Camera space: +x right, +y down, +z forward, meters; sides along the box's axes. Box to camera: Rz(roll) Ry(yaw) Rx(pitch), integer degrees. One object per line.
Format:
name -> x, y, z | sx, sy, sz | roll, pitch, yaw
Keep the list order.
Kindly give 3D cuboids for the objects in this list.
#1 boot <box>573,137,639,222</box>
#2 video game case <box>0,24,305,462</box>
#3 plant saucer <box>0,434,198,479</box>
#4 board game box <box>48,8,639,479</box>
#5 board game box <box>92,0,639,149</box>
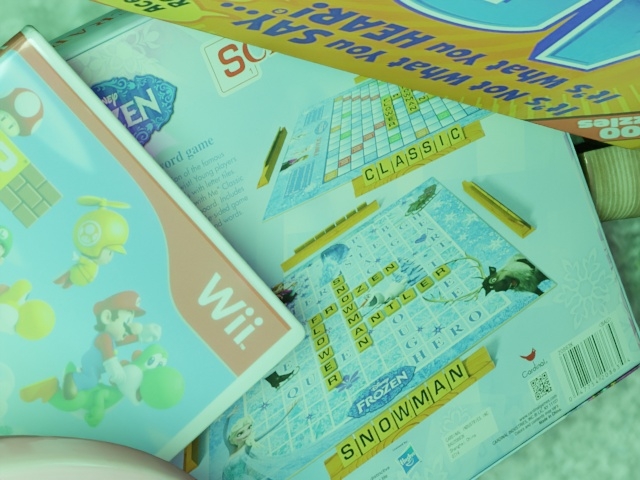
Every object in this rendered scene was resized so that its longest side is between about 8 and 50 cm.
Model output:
boot -> 0.196, -0.113, 1.119 | 0.152, 0.073, 0.197 | -17, 112, -32
video game case -> -0.174, 0.068, 0.876 | 0.285, 0.025, 0.204 | -42, 111, -3
plant saucer -> -0.180, 0.215, 0.844 | 0.332, 0.084, 0.332 | -20, 131, -25
board game box -> 0.000, 0.000, 1.007 | 0.319, 0.066, 0.318 | -30, 109, -26
board game box -> 0.118, -0.294, 0.831 | 0.356, 0.356, 0.356 | 12, 66, -31
